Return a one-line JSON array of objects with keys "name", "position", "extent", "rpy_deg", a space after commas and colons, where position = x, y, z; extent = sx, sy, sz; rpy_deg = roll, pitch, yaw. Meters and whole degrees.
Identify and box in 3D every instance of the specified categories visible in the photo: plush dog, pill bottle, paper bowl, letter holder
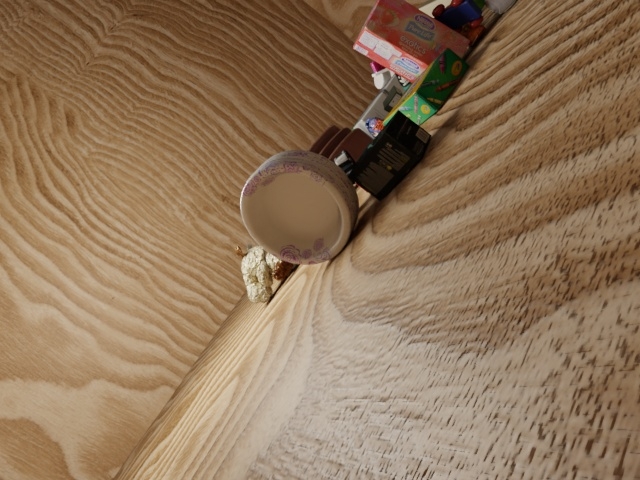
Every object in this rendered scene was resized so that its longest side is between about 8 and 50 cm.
[{"name": "plush dog", "position": [-0.173, 0.072, 1.957], "extent": [0.226, 0.210, 0.262], "rpy_deg": [-20, 24, 26]}, {"name": "pill bottle", "position": [0.336, -0.724, 2.385], "extent": [0.180, 0.107, 0.108], "rpy_deg": [-13, -10, -22]}, {"name": "paper bowl", "position": [-0.044, -0.090, 1.344], "extent": [0.284, 0.284, 0.148], "rpy_deg": [-49, 7, 36]}, {"name": "letter holder", "position": [0.050, -0.305, 2.096], "extent": [0.301, 0.215, 0.152], "rpy_deg": [-54, 7, -10]}]

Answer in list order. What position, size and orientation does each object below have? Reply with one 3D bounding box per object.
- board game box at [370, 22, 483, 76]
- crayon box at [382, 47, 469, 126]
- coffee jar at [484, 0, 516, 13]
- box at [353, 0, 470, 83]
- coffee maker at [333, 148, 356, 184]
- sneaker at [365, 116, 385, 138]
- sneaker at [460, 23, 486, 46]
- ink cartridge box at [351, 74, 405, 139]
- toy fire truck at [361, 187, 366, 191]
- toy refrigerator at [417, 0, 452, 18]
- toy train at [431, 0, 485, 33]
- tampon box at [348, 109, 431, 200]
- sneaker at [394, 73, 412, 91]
[{"name": "board game box", "position": [0.373, -0.719, 1.947], "extent": [0.390, 0.050, 0.390], "rpy_deg": [-21, 19, 18]}, {"name": "crayon box", "position": [0.293, -0.412, 1.542], "extent": [0.165, 0.081, 0.278], "rpy_deg": [-54, 7, -11]}, {"name": "coffee jar", "position": [0.533, -0.724, 1.504], "extent": [0.184, 0.079, 0.096], "rpy_deg": [-57, 8, -29]}, {"name": "box", "position": [0.271, -0.594, 1.624], "extent": [0.142, 0.300, 0.154], "rpy_deg": [-63, 7, -6]}, {"name": "coffee maker", "position": [0.062, -0.206, 1.890], "extent": [0.178, 0.171, 0.120], "rpy_deg": [-31, 35, 12]}, {"name": "sneaker", "position": [0.220, -0.415, 1.992], "extent": [0.083, 0.087, 0.221], "rpy_deg": [-56, 17, -1]}, {"name": "sneaker", "position": [0.451, -0.627, 1.629], "extent": [0.064, 0.067, 0.175], "rpy_deg": [-51, 9, 9]}, {"name": "ink cartridge box", "position": [0.259, -0.535, 2.241], "extent": [0.289, 0.122, 0.211], "rpy_deg": [-55, 7, -15]}, {"name": "toy fire truck", "position": [0.172, -0.210, 1.484], "extent": [0.192, 0.047, 0.135], "rpy_deg": [-51, 6, 18]}, {"name": "toy refrigerator", "position": [0.484, -0.844, 1.908], "extent": [0.270, 0.094, 0.102], "rpy_deg": [-12, 29, 39]}, {"name": "toy train", "position": [0.404, -0.697, 1.618], "extent": [0.143, 0.105, 0.248], "rpy_deg": [-57, 23, -13]}, {"name": "tampon box", "position": [0.161, -0.198, 1.261], "extent": [0.161, 0.102, 0.120], "rpy_deg": [-48, 8, 45]}, {"name": "sneaker", "position": [0.350, -0.663, 2.050], "extent": [0.108, 0.121, 0.302], "rpy_deg": [-38, 26, 34]}]
